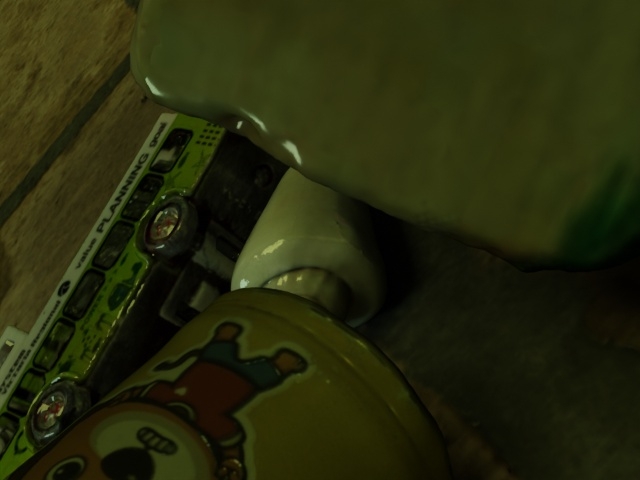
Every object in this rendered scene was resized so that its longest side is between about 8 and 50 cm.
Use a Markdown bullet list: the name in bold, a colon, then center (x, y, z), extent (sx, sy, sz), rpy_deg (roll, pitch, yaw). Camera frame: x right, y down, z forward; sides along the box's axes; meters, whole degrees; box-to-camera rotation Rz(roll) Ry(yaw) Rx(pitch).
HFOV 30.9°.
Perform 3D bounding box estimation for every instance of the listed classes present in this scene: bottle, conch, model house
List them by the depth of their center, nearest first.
- **bottle**: center (-0.101, 0.181, 0.502), extent (0.172, 0.171, 0.351), rpy_deg (0, 31, 45)
- **model house**: center (0.103, -0.221, 0.613), extent (0.382, 0.335, 0.342), rpy_deg (-63, 2, 18)
- **conch**: center (-0.012, 0.002, 0.725), extent (0.094, 0.104, 0.176), rpy_deg (-14, 43, 2)

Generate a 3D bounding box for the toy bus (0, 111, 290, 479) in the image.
- **toy bus**: center (-0.128, 0.055, 0.793), extent (0.139, 0.113, 0.301), rpy_deg (16, 72, 49)
